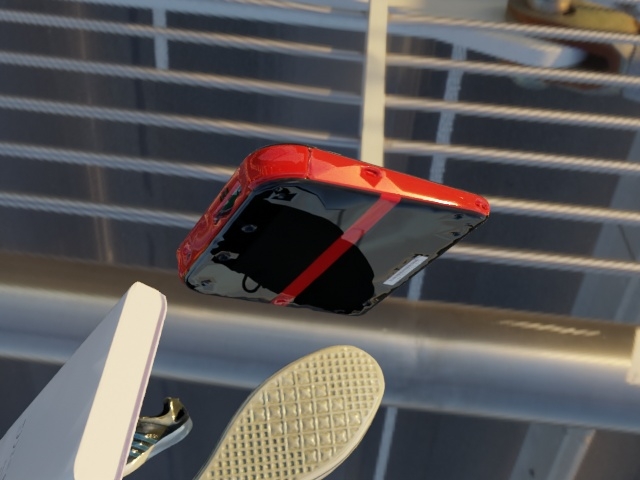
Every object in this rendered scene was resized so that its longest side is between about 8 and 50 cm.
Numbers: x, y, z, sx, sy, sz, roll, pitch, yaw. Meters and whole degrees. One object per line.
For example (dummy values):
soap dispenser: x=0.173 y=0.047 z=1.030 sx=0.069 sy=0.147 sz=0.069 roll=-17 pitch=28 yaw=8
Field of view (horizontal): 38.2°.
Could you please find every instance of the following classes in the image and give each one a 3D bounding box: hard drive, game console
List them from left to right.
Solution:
hard drive: x=-0.252 y=0.204 z=0.852 sx=0.040 sy=0.210 sz=0.319 roll=30 pitch=129 yaw=-21
game console: x=0.000 y=0.000 z=1.325 sx=0.342 sy=0.060 sz=0.386 roll=10 pitch=151 yaw=-24

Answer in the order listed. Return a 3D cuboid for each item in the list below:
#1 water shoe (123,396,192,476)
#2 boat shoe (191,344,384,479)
water shoe: x=-0.318 y=0.339 z=1.576 sx=0.073 sy=0.203 sz=0.080 roll=-14 pitch=103 yaw=59
boat shoe: x=-0.089 y=0.374 z=1.528 sx=0.187 sy=0.500 sz=0.156 roll=40 pitch=170 yaw=11
